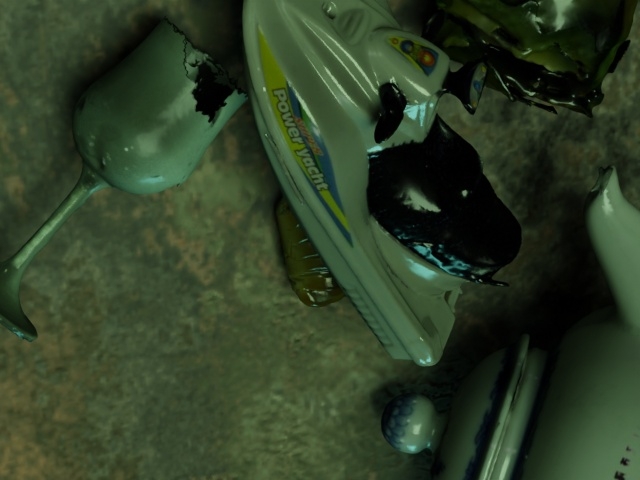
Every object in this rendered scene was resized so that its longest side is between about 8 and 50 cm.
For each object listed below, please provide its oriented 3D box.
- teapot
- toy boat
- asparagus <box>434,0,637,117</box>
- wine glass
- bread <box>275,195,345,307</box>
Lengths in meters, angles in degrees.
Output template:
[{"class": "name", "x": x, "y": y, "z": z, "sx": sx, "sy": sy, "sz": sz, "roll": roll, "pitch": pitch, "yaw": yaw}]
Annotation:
[{"class": "teapot", "x": 0.173, "y": 0.157, "z": 1.264, "sx": 0.280, "sy": 0.252, "sz": 0.424, "roll": 17, "pitch": 111, "yaw": 6}, {"class": "toy boat", "x": 0.043, "y": -0.052, "z": 1.154, "sx": 0.141, "sy": 0.141, "sz": 0.269, "roll": -29, "pitch": 133, "yaw": -10}, {"class": "asparagus", "x": 0.173, "y": -0.263, "z": 1.153, "sx": 0.128, "sy": 0.108, "sz": 0.381, "roll": 12, "pitch": 105, "yaw": -27}, {"class": "wine glass", "x": -0.130, "y": -0.037, "z": 1.132, "sx": 0.195, "sy": 0.079, "sz": 0.079, "roll": -48, "pitch": 121, "yaw": 2}, {"class": "bread", "x": 0.000, "y": 0.000, "z": 1.229, "sx": 0.049, "sy": 0.034, "sz": 0.088, "roll": -20, "pitch": 117, "yaw": -22}]
